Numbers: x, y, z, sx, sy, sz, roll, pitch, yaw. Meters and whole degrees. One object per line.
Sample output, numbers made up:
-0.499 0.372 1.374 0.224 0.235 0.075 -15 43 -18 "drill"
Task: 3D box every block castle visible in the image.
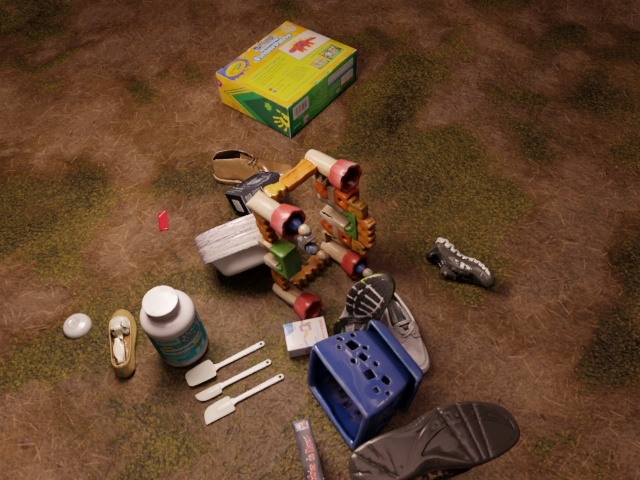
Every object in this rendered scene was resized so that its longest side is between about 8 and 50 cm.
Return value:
0.000 0.000 1.545 0.213 0.453 0.303 33 60 32 "block castle"

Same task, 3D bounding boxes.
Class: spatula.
-0.240 0.384 1.535 0.242 0.019 0.168 -26 55 -15 "spatula"

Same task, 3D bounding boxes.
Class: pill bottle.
-0.405 0.232 1.504 0.146 0.264 0.146 -2 54 3 "pill bottle"

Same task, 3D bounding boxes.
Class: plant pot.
0.117 0.359 1.408 0.212 0.236 0.236 -25 56 -23 "plant pot"

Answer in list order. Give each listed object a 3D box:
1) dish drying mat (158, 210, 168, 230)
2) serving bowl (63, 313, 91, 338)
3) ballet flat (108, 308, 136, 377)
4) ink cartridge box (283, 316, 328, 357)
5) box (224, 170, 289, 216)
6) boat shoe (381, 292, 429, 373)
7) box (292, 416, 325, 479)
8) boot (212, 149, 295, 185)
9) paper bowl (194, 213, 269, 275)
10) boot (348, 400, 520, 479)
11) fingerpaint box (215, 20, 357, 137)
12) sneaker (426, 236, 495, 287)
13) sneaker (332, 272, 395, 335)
-0.545 -0.068 1.895 0.032 0.008 0.083 -12 53 -7 "dish drying mat"
-0.739 0.254 1.653 0.083 0.027 0.083 -1 53 2 "serving bowl"
-0.577 0.284 1.594 0.080 0.073 0.232 -16 54 -9 "ballet flat"
-0.039 0.278 1.581 0.123 0.052 0.088 -11 53 -6 "ink cartridge box"
-0.215 -0.157 1.848 0.158 0.093 0.156 -35 24 -22 "box"
0.233 0.259 1.560 0.095 0.084 0.258 -20 55 -12 "boat shoe"
-0.015 0.562 1.302 0.044 0.159 0.233 -13 54 -7 "box"
-0.239 -0.260 1.957 0.306 0.115 0.112 1 52 3 "boot"
-0.226 0.011 1.669 0.284 0.284 0.148 -22 91 -13 "paper bowl"
0.248 0.506 1.250 0.378 0.284 0.138 -19 54 -9 "boot"
-0.130 -0.662 2.218 0.371 0.163 0.445 30 60 22 "fingerpaint box"
0.421 0.088 1.685 0.106 0.078 0.234 -38 56 -19 "sneaker"
0.130 0.178 1.508 0.111 0.300 0.121 43 48 12 "sneaker"
